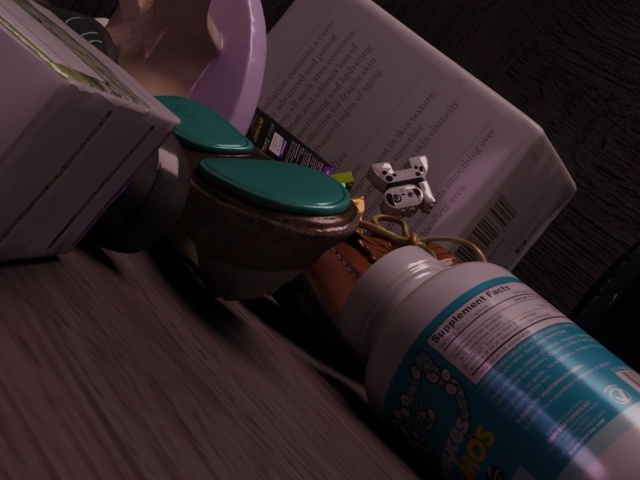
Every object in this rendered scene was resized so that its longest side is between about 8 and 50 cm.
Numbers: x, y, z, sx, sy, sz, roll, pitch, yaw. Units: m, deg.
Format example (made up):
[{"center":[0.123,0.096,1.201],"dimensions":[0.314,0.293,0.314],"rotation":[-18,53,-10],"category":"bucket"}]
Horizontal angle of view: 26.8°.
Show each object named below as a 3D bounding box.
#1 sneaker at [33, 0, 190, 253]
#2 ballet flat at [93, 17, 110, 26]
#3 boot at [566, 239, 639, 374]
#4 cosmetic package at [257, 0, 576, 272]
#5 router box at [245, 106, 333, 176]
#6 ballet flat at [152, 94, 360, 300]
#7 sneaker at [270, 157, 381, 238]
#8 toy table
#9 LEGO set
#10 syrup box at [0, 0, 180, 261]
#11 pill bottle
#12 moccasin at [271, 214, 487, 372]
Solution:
[{"center":[-0.174,-0.096,0.825],"dimensions":[0.106,0.101,0.267],"rotation":[33,6,-45],"category":"sneaker"},{"center":[-0.250,-0.198,1.475],"dimensions":[0.095,0.096,0.280],"rotation":[39,3,-16],"category":"ballet flat"},{"center":[0.257,0.148,1.048],"dimensions":[0.207,0.246,0.094],"rotation":[36,2,6],"category":"boot"},{"center":[0.087,-0.098,1.862],"dimensions":[0.393,0.329,0.327],"rotation":[41,4,21],"category":"cosmetic package"},{"center":[-0.094,-0.086,1.404],"dimensions":[0.179,0.046,0.133],"rotation":[-3,-30,46],"category":"router box"},{"center":[-0.062,-0.019,0.955],"dimensions":[0.107,0.106,0.316],"rotation":[0,18,-24],"category":"ballet flat"},{"center":[0.005,0.015,1.353],"dimensions":[0.297,0.111,0.129],"rotation":[41,-6,-5],"category":"sneaker"},{"center":[-0.169,-0.197,1.285],"dimensions":[0.161,0.252,0.274],"rotation":[33,35,-50],"category":"toy table"},{"center":[0.000,0.000,1.230],"dimensions":[0.087,0.227,0.093],"rotation":[109,-35,-58],"category":"LEGO set"},{"center":[-0.141,-0.053,0.574],"dimensions":[0.093,0.096,0.237],"rotation":[41,2,1],"category":"syrup box"},{"center":[0.132,0.113,0.948],"dimensions":[0.264,0.146,0.146],"rotation":[41,3,33],"category":"pill bottle"},{"center":[0.073,0.051,1.163],"dimensions":[0.380,0.147,0.139],"rotation":[36,4,-45],"category":"moccasin"}]
